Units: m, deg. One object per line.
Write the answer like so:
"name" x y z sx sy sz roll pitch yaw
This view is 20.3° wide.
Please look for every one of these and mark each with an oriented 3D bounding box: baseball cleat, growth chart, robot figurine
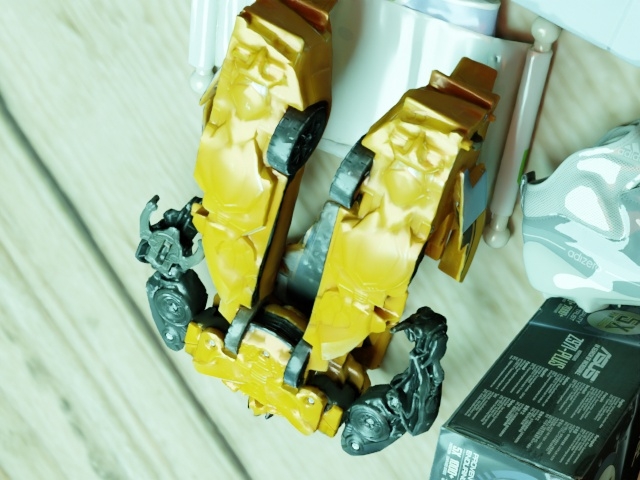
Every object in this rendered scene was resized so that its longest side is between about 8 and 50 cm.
"baseball cleat" 0.201 -0.008 0.946 0.206 0.072 0.109 1 109 25
"growth chart" 0.023 -0.112 1.019 0.237 0.021 0.172 27 125 14
"robot figurine" 0.000 0.000 1.035 0.211 0.085 0.291 30 137 13

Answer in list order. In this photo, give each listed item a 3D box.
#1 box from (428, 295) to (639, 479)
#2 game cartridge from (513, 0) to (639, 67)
"box" 0.124 0.129 0.993 0.078 0.180 0.147 22 124 19
"game cartridge" 0.112 -0.220 0.891 0.297 0.062 0.198 31 122 12
